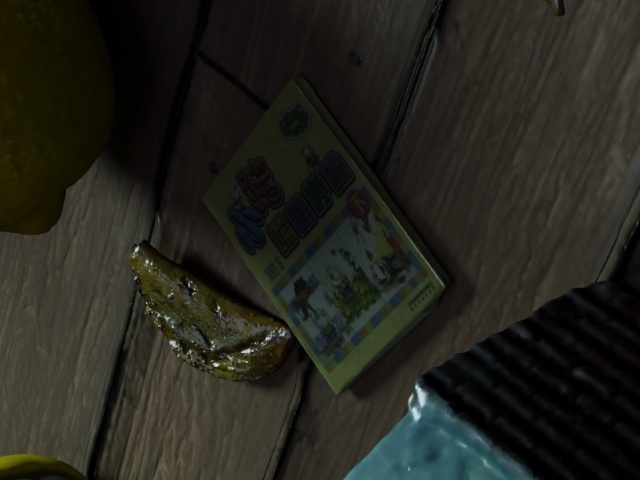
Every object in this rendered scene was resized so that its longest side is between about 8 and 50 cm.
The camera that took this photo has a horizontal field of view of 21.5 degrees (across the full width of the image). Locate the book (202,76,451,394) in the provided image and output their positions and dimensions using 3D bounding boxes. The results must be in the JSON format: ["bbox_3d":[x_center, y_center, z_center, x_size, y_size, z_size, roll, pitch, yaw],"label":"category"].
[{"bbox_3d":[0.000,0.000,1.249,0.192,0.013,0.168,54,138,12],"label":"book"}]

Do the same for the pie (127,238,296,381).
[{"bbox_3d":[-0.095,0.064,1.362,0.170,0.034,0.092,33,128,22],"label":"pie"}]

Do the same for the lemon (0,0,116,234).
[{"bbox_3d":[-0.279,-0.133,1.308,0.233,0.233,0.288,-17,103,48],"label":"lemon"}]

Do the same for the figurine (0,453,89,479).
[{"bbox_3d":[-0.222,0.301,1.471,0.344,0.215,0.187,10,119,40],"label":"figurine"}]

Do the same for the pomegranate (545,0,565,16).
[{"bbox_3d":[0.089,-0.197,0.985,0.129,0.129,0.159,-11,110,47],"label":"pomegranate"}]

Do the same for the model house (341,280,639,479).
[{"bbox_3d":[0.192,0.163,1.029,0.280,0.249,0.230,39,171,41],"label":"model house"}]
